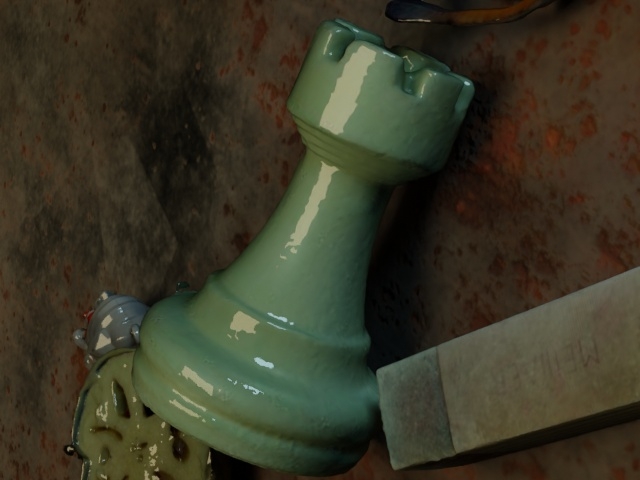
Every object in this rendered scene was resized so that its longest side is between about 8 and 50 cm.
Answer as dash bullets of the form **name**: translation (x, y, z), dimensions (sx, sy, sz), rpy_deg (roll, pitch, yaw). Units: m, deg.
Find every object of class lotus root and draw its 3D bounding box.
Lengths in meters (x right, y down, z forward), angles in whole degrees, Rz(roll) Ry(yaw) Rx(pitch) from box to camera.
- **lotus root**: translation (-0.141, 0.194, 1.228), dimensions (0.204, 0.078, 0.183), rpy_deg (18, 96, 40)

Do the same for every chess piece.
- **chess piece**: translation (0.000, 0.000, 0.977), dimensions (0.194, 0.195, 0.299), rpy_deg (38, 109, 47)

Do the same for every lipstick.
- **lipstick**: translation (0.178, 0.068, 0.806), dimensions (0.371, 0.080, 0.076), rpy_deg (-27, 66, 49)

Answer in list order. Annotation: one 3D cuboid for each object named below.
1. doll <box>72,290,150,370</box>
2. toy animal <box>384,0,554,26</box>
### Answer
- **doll**: translation (-0.199, 0.094, 1.316), dimensions (0.180, 0.079, 0.094), rpy_deg (-22, 93, 63)
- **toy animal**: translation (0.158, -0.198, 0.798), dimensions (0.302, 0.225, 0.284), rpy_deg (30, 146, 28)
